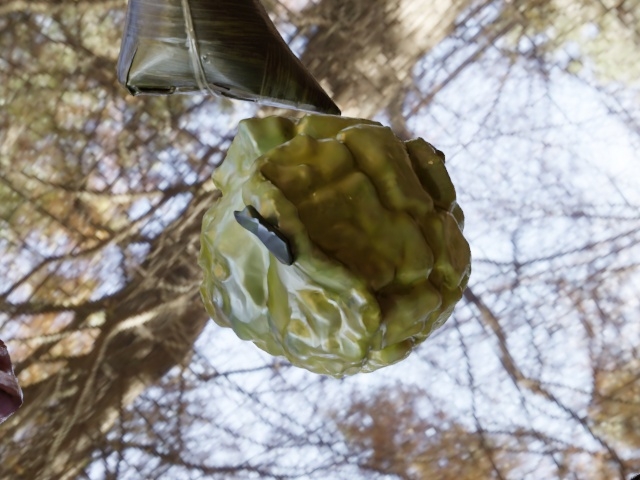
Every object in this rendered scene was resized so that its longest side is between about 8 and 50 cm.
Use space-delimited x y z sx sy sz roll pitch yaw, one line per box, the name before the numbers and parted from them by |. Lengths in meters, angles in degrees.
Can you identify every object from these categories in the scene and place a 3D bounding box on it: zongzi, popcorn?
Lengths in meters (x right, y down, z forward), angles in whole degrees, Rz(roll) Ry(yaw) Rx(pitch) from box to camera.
zongzi | -0.080 -0.261 1.211 0.241 0.248 0.111 8 -160 -1
popcorn | 0.006 -0.005 1.122 0.293 0.293 0.237 46 -116 -2

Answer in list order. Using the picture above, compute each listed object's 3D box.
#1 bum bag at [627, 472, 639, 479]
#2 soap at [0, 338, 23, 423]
bum bag | 0.454 0.354 1.631 0.102 0.248 0.069 0 -125 -26
soap | -0.499 0.084 1.197 0.359 0.128 0.233 33 -175 -29
